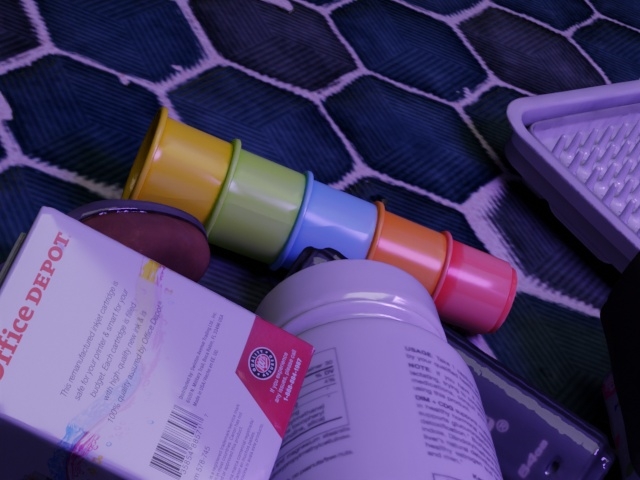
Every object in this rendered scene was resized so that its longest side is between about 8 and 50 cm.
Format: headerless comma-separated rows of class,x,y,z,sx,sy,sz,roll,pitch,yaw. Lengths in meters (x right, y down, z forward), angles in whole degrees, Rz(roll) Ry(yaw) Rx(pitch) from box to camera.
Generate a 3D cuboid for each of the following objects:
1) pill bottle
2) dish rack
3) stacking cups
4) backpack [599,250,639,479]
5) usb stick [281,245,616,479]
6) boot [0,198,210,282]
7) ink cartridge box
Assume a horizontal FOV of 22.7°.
pill bottle,0.032,0.151,0.997,0.160,0.160,0.283,13,36,-18
dish rack,0.345,-0.040,1.537,0.332,0.072,0.285,-12,50,-42
stacking cups,0.000,0.000,1.259,0.316,0.096,0.096,23,34,-13
backpack,0.346,0.126,1.208,0.253,0.191,0.225,10,39,-11
usb stick,0.086,0.104,1.176,0.278,0.077,0.045,34,-1,11
boot,-0.131,0.102,1.014,0.264,0.096,0.280,-7,47,-40
ink cartridge box,-0.119,0.093,0.889,0.176,0.127,0.128,29,54,-11
